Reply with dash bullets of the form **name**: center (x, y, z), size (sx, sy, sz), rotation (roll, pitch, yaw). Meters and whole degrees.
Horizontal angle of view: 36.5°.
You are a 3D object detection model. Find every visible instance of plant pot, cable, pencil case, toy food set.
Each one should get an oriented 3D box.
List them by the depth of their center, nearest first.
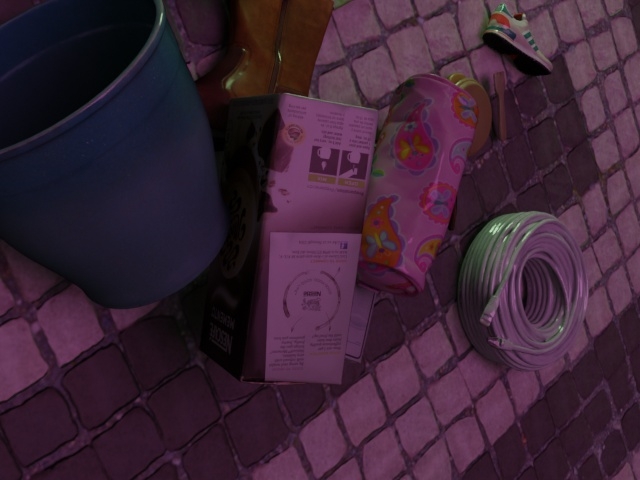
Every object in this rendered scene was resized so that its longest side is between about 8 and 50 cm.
- **plant pot**: center (-0.222, -0.077, 0.984), size (0.271, 0.272, 0.255), rotation (-54, 135, -28)
- **pencil case**: center (0.114, -0.072, 1.245), size (0.124, 0.124, 0.284), rotation (32, 67, -36)
- **toy food set**: center (0.223, -0.196, 1.518), size (0.192, 0.039, 0.132), rotation (-18, 108, -45)
- **cable**: center (0.331, 0.082, 1.564), size (0.257, 0.089, 0.257), rotation (33, 67, -36)

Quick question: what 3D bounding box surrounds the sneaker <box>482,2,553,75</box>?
- **sneaker**: center (0.336, -0.331, 1.600), size (0.161, 0.057, 0.075), rotation (25, 78, -35)

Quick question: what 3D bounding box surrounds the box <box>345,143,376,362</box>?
- **box**: center (0.000, 0.000, 1.276), size (0.169, 0.087, 0.289), rotation (26, 72, -38)

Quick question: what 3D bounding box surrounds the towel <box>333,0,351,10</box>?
- **towel**: center (0.023, -0.408, 1.352), size (0.113, 0.023, 0.152), rotation (-35, 111, -36)

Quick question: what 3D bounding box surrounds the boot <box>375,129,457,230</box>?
- **boot**: center (0.143, -0.095, 1.426), size (0.219, 0.106, 0.082), rotation (74, 14, -45)

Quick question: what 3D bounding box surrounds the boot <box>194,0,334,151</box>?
- **boot**: center (-0.110, -0.236, 1.187), size (0.264, 0.096, 0.280), rotation (18, 70, -23)

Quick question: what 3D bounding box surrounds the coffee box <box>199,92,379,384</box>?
- **coffee box**: center (-0.041, -0.004, 1.067), size (0.119, 0.168, 0.297), rotation (6, 93, -23)
